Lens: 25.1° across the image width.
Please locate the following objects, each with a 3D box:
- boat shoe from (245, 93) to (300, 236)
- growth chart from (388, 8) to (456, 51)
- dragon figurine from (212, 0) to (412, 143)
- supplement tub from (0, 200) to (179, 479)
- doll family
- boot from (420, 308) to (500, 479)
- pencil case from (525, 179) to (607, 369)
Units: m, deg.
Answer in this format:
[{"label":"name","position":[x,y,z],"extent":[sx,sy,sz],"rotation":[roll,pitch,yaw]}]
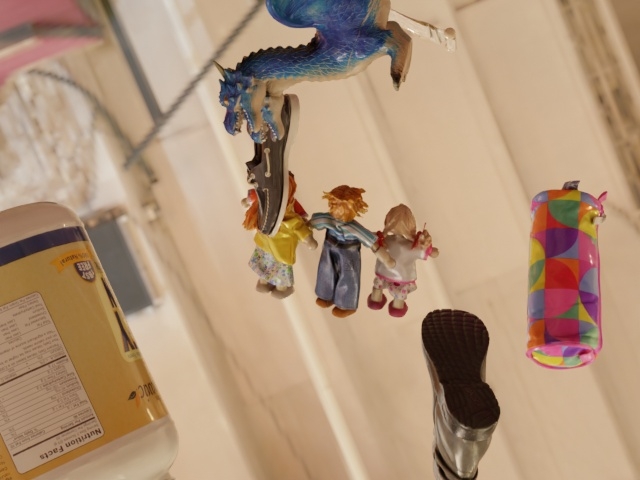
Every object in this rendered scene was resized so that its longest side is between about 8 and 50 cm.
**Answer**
[{"label":"boat shoe","position":[-0.046,-0.065,1.229],"extent":[0.038,0.125,0.046],"rotation":[4,-165,-19]},{"label":"growth chart","position":[0.085,-0.314,1.948],"extent":[0.021,0.237,0.172],"rotation":[-64,-176,3]},{"label":"dragon figurine","position":[0.007,-0.198,1.075],"extent":[0.144,0.289,0.085],"rotation":[13,-162,5]},{"label":"supplement tub","position":[-0.267,0.147,1.311],"extent":[0.228,0.316,0.228],"rotation":[-25,177,-2]},{"label":"doll family","position":[0.000,0.000,1.685],"extent":[0.263,0.163,0.118],"rotation":[18,-148,23]},{"label":"boot","position":[0.154,0.205,1.720],"extent":[0.083,0.161,0.246],"rotation":[5,-146,-5]},{"label":"pencil case","position":[0.313,0.044,1.835],"extent":[0.104,0.236,0.104],"rotation":[6,158,2]}]
